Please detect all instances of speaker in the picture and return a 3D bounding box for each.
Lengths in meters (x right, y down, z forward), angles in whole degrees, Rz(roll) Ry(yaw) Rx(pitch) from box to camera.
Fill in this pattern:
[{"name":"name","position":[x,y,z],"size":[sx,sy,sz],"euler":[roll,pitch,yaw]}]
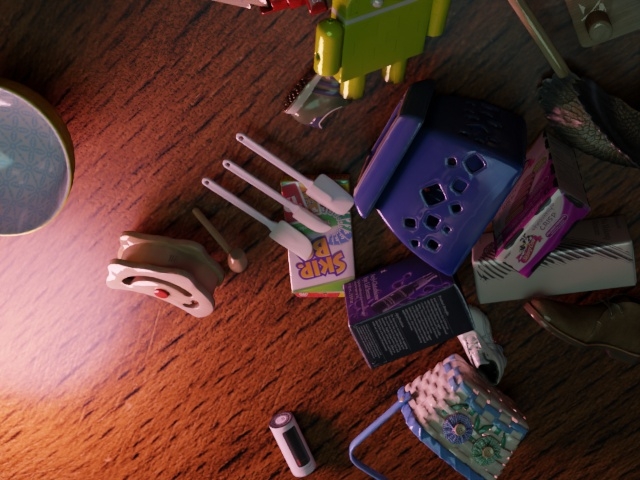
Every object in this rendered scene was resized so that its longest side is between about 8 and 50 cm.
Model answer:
[{"name":"speaker","position":[-0.057,0.421,2.164],"size":[0.055,0.055,0.136],"euler":[-15,116,15]}]

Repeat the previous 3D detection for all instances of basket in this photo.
[{"name":"basket","position":[0.231,0.383,2.022],"size":[0.255,0.201,0.289],"euler":[36,107,-14]}]

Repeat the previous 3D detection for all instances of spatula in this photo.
[{"name":"spatula","position":[-0.078,-0.085,1.875],"size":[0.242,0.019,0.168],"euler":[35,124,-8]}]

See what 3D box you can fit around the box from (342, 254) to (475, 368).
[{"name":"box","position":[0.157,0.119,1.897],"size":[0.207,0.153,0.108],"euler":[-23,116,7]}]

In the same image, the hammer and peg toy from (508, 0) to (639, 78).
[{"name":"hammer and peg toy","position":[0.430,-0.424,1.595],"size":[0.361,0.127,0.265],"euler":[-19,117,17]}]

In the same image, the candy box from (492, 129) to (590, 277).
[{"name":"candy box","position":[0.358,-0.065,1.741],"size":[0.071,0.233,0.159],"euler":[32,117,-11]}]

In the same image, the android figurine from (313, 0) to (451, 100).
[{"name":"android figurine","position":[0.097,-0.344,1.641],"size":[0.248,0.056,0.272],"euler":[-23,147,-24]}]

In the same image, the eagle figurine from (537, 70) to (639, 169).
[{"name":"eagle figurine","position":[0.513,-0.180,1.685],"size":[0.299,0.225,0.226],"euler":[0,145,-6]}]

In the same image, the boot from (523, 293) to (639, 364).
[{"name":"boot","position":[0.489,0.132,1.875],"size":[0.305,0.112,0.115],"euler":[16,117,-35]}]

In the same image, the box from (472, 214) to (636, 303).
[{"name":"box","position":[0.410,0.034,1.861],"size":[0.275,0.113,0.094],"euler":[-9,116,10]}]

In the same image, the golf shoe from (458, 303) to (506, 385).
[{"name":"golf shoe","position":[0.299,0.196,1.978],"size":[0.069,0.086,0.176],"euler":[-29,110,22]}]

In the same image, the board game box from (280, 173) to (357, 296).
[{"name":"board game box","position":[0.000,0.000,1.937],"size":[0.124,0.039,0.259],"euler":[-1,121,8]}]

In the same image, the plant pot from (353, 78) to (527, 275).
[{"name":"plant pot","position":[0.192,-0.121,1.737],"size":[0.212,0.236,0.236],"euler":[29,119,-2]}]

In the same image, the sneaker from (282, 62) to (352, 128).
[{"name":"sneaker","position":[0.026,-0.268,1.773],"size":[0.086,0.064,0.192],"euler":[33,115,-26]}]

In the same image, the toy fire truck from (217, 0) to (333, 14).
[{"name":"toy fire truck","position":[-0.085,-0.454,1.646],"size":[0.247,0.158,0.217],"euler":[-18,116,5]}]

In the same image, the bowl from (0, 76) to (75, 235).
[{"name":"bowl","position":[-0.554,-0.168,1.839],"size":[0.290,0.156,0.289],"euler":[3,119,5]}]

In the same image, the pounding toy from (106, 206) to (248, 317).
[{"name":"pounding toy","position":[-0.256,0.039,1.969],"size":[0.270,0.154,0.154],"euler":[9,148,12]}]
